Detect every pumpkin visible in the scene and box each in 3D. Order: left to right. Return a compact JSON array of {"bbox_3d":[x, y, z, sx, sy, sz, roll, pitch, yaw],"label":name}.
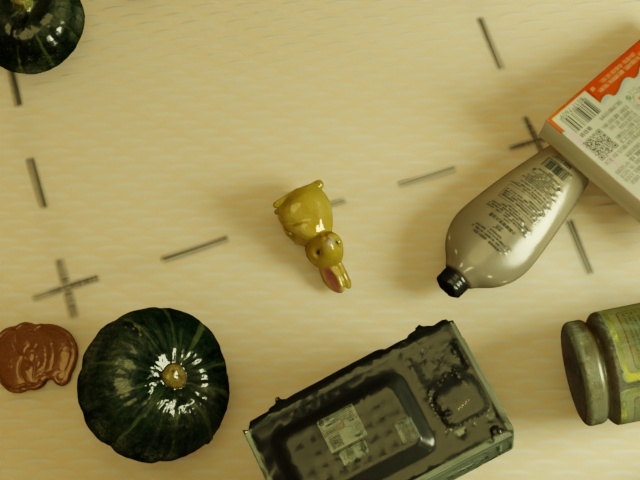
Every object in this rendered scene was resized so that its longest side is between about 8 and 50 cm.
[{"bbox_3d":[-0.442,-0.332,1.787,0.167,0.125,0.167,0,92,8],"label":"pumpkin"},{"bbox_3d":[-0.223,0.194,1.594,0.211,0.152,0.212,5,80,-29],"label":"pumpkin"}]

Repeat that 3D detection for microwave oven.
[{"bbox_3d":[0.078,0.245,1.513,0.295,0.237,0.181,-28,72,1],"label":"microwave oven"}]

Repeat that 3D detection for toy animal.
[{"bbox_3d":[0.003,-0.002,1.682,0.083,0.070,0.159,-29,78,-6],"label":"toy animal"}]

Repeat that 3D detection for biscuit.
[{"bbox_3d":[-0.410,0.165,1.688,0.130,0.019,0.102,-4,72,4],"label":"biscuit"}]

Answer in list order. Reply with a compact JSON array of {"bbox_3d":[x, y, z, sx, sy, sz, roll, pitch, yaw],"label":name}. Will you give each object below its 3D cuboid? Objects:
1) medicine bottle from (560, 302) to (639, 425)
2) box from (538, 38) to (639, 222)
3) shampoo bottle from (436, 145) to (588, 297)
[{"bbox_3d":[0.488,0.144,1.549,0.322,0.151,0.151,-11,72,1],"label":"medicine bottle"},{"bbox_3d":[0.490,-0.146,1.657,0.273,0.048,0.265,-38,73,-24],"label":"box"},{"bbox_3d":[0.261,-0.019,1.655,0.257,0.078,0.127,-43,77,-12],"label":"shampoo bottle"}]
